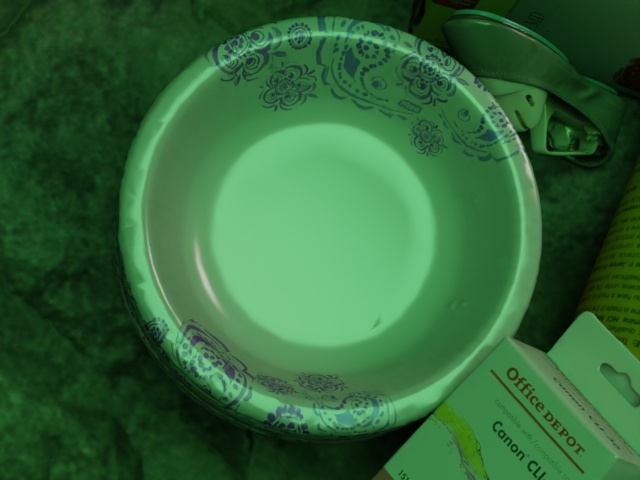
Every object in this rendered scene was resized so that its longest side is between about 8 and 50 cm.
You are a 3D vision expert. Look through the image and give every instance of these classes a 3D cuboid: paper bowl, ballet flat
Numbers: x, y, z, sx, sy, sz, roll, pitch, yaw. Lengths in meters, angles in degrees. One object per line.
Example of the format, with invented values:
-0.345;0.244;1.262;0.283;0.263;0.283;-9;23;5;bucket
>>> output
0.000;0.000;1.199;0.284;0.148;0.284;2;77;-8;paper bowl
0.154;-0.100;1.230;0.072;0.213;0.068;5;80;38;ballet flat

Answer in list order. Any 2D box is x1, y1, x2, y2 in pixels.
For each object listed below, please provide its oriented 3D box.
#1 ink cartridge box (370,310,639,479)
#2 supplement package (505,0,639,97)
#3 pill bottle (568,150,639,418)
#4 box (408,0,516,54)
0.126;0.144;1.104;0.198;0.067;0.115;-49;58;11;ink cartridge box
0.296;-0.199;1.268;0.293;0.177;0.175;18;75;-3;supplement package
0.273;0.061;1.203;0.188;0.188;0.334;25;76;-2;pill bottle
0.115;-0.207;1.216;0.058;0.232;0.087;13;77;-6;box
